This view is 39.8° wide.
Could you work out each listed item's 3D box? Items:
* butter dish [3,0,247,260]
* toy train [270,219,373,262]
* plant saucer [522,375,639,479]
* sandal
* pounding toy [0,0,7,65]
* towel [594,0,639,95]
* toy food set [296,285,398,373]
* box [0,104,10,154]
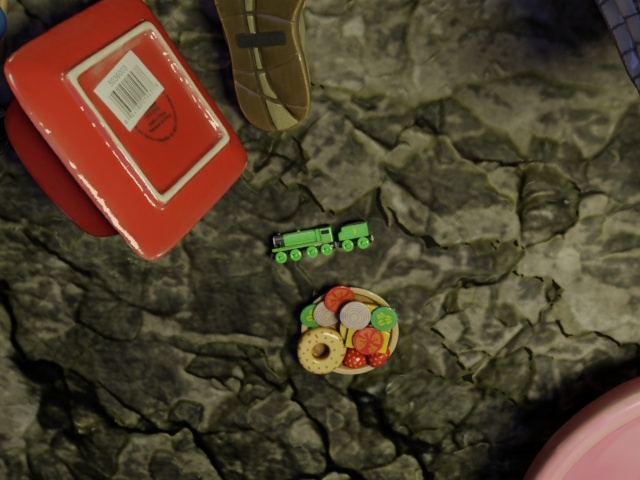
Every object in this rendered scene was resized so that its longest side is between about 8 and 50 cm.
[{"bbox_3d":[-0.155,-0.071,0.627,0.118,0.160,0.160,-21,111,35],"label":"butter dish"},{"bbox_3d":[0.000,0.000,0.702,0.083,0.017,0.024,-10,101,6],"label":"toy train"},{"bbox_3d":[0.323,0.236,0.747,0.332,0.084,0.332,1,112,3],"label":"plant saucer"},{"bbox_3d":[-0.036,-0.164,0.626,0.072,0.049,0.180,2,126,8],"label":"sandal"},{"bbox_3d":[-0.248,-0.177,0.581,0.100,0.130,0.141,11,111,-2],"label":"pounding toy"},{"bbox_3d":[0.252,-0.218,0.463,0.235,0.121,0.284,-24,98,4],"label":"towel"},{"bbox_3d":[0.023,0.075,0.728,0.083,0.020,0.082,9,111,-1],"label":"toy food set"},{"bbox_3d":[-0.307,-0.004,0.623,0.045,0.184,0.191,40,107,-10],"label":"box"}]
